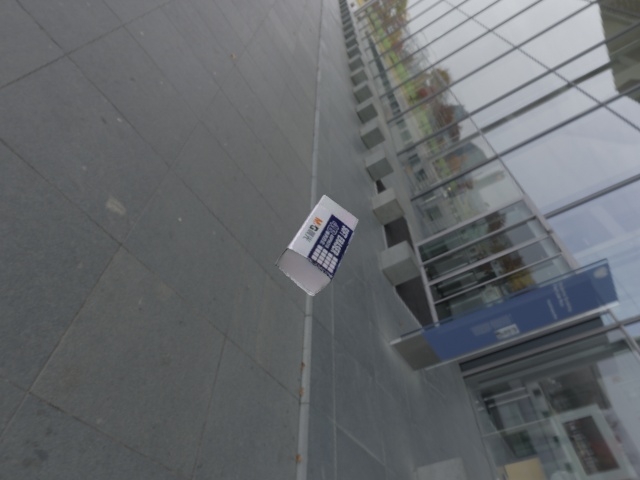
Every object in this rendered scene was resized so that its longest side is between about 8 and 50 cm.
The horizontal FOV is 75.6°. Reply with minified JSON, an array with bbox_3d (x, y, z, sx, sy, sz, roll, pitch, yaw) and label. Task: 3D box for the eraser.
[{"bbox_3d":[0.000,0.000,1.035,0.130,0.086,0.287,38,35,-7],"label":"eraser"}]
